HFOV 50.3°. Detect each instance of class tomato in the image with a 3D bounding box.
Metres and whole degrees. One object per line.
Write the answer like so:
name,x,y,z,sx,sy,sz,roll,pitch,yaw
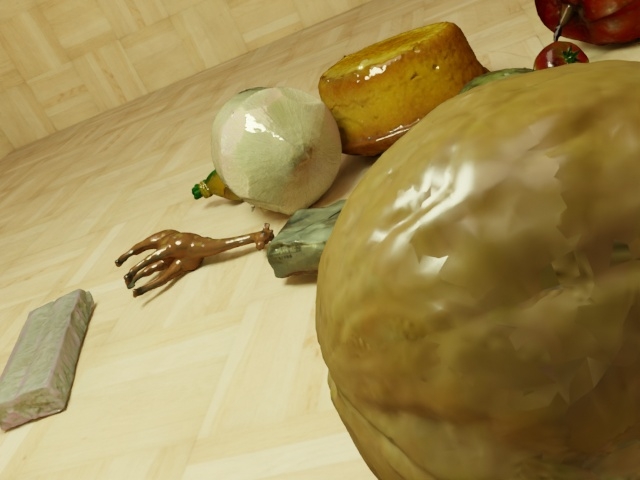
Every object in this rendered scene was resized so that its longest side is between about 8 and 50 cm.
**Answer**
tomato,0.385,-0.276,1.099,0.087,0.087,0.075,-34,-12,-17

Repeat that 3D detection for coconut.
coconut,-0.074,-0.151,1.130,0.224,0.224,0.234,-29,30,-7

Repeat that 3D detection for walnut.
walnut,0.162,0.042,0.429,0.333,0.332,0.332,-21,25,10

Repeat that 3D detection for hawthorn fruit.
hawthorn fruit,0.478,-0.428,1.155,0.254,0.254,0.300,14,65,54

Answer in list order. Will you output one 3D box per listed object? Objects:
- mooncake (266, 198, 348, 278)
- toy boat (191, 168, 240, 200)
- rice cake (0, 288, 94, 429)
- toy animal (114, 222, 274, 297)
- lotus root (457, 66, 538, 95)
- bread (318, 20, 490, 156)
mooncake,0.000,0.000,0.931,0.130,0.073,0.125,-3,30,37
toy boat,-0.142,-0.135,1.305,0.230,0.089,0.088,-31,39,-3
rice cake,-0.413,0.167,1.021,0.106,0.050,0.298,-25,25,2
toy animal,-0.205,0.019,1.098,0.230,0.066,0.224,-28,24,-18
lotus root,0.241,-0.145,0.910,0.173,0.173,0.309,-22,18,8
bread,0.142,-0.267,1.200,0.312,0.172,0.312,-22,23,10
